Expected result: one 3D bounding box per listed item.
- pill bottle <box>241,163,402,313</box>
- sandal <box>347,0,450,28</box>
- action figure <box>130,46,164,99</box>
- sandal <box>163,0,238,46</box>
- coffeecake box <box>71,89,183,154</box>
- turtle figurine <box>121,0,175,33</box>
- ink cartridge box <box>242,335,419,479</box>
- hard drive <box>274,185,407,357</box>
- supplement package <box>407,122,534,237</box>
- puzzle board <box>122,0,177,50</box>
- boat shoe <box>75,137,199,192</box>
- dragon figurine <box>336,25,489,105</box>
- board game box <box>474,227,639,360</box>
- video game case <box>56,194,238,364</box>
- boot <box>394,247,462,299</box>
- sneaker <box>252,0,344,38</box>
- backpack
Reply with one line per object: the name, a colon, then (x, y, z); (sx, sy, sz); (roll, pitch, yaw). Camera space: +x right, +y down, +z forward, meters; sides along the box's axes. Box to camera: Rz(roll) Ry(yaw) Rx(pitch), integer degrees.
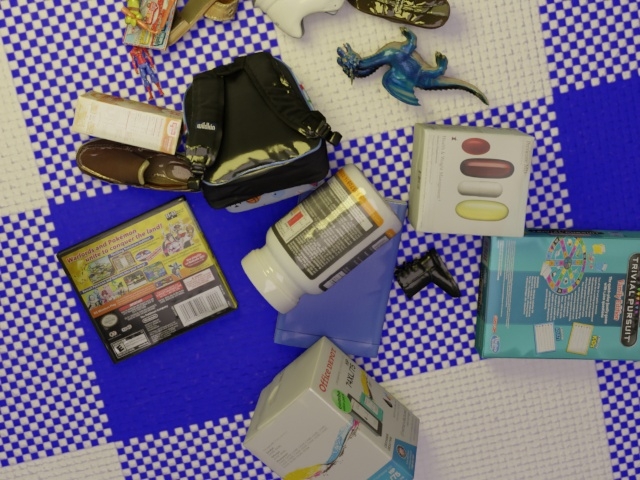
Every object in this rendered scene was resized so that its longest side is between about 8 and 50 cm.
pill bottle: (0.000, 0.000, 1.814); (0.278, 0.162, 0.162); (-38, 102, 5)
sandal: (0.138, -0.448, 1.816); (0.219, 0.060, 0.090); (20, 96, 11)
action figure: (-0.329, -0.323, 1.838); (0.038, 0.030, 0.115); (-21, 101, 6)
sandal: (-0.194, -0.431, 1.811); (0.240, 0.088, 0.079); (-38, 134, 12)
coffeecake box: (-0.346, -0.218, 1.800); (0.185, 0.142, 0.068); (13, 101, -7)
turtle figurine: (-0.359, -0.511, 1.765); (0.217, 0.087, 0.269); (4, 98, 2)
ink cartridge box: (0.025, 0.370, 1.899); (0.270, 0.198, 0.197); (42, 114, -11)
hard drive: (0.038, 0.063, 1.935); (0.210, 0.040, 0.319); (9, 102, -5)
supplement package: (0.279, -0.116, 1.856); (0.203, 0.149, 0.194); (3, 102, -3)
puzzle board: (-0.310, -0.415, 1.793); (0.096, 0.011, 0.128); (14, 90, 24)
boat shoe: (-0.333, -0.141, 1.841); (0.257, 0.095, 0.095); (6, 102, -5)
dragon figurine: (0.166, -0.302, 1.841); (0.289, 0.085, 0.144); (35, 98, -9)
board game box: (0.486, 0.107, 1.952); (0.336, 0.079, 0.254); (2, 102, -4)
video game case: (-0.335, 0.078, 1.920); (0.275, 0.035, 0.248); (-24, 103, 3)
boot: (0.211, 0.083, 1.948); (0.099, 0.045, 0.121); (-33, 95, 1)
sneaker: (0.019, -0.490, 1.785); (0.297, 0.111, 0.129); (-38, 100, 14)
backpack: (-0.121, -0.198, 1.771); (0.276, 0.213, 0.263); (-15, 64, -6)
